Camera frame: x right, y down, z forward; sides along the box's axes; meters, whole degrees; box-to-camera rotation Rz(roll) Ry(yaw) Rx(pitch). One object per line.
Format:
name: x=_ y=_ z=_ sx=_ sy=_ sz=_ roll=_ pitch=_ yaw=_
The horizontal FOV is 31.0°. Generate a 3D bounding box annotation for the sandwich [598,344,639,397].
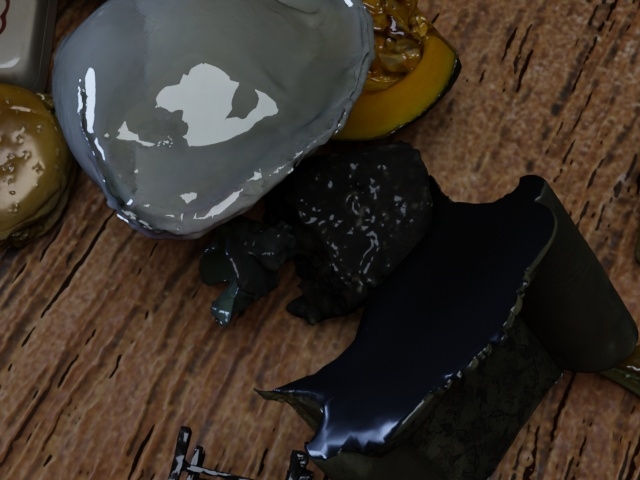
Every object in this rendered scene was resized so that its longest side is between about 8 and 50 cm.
sandwich: x=0.351 y=0.102 z=0.933 sx=0.244 sy=0.090 sz=0.088 roll=-14 pitch=68 yaw=-4

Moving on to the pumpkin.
pumpkin: x=0.010 y=-0.193 z=1.051 sx=0.163 sy=0.111 sz=0.279 roll=-33 pitch=71 yaw=9

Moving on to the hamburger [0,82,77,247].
hamburger: x=-0.283 y=-0.066 z=1.006 sx=0.138 sy=0.083 sz=0.147 roll=10 pitch=73 yaw=-1

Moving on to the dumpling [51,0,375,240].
dumpling: x=-0.090 y=-0.138 z=0.942 sx=0.260 sy=0.341 sz=0.181 roll=-31 pitch=102 yaw=-1

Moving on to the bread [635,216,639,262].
bread: x=0.413 y=-0.086 z=0.923 sx=0.263 sy=0.236 sz=0.199 roll=9 pitch=70 yaw=3

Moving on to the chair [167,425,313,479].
chair: x=-0.089 y=0.265 z=0.871 sx=0.113 sy=0.106 sz=0.229 roll=13 pitch=72 yaw=7

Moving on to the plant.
plant: x=0.000 y=0.000 z=0.948 sx=0.203 sy=0.142 sz=0.131 roll=-15 pitch=86 yaw=-10

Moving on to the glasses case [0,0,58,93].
glasses case: x=-0.418 y=-0.203 z=1.059 sx=0.336 sy=0.076 sz=0.144 roll=1 pitch=69 yaw=1

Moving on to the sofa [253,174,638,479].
sofa: x=0.115 y=0.105 z=0.847 sx=0.258 sy=0.200 sz=0.182 roll=-50 pitch=35 yaw=-16
